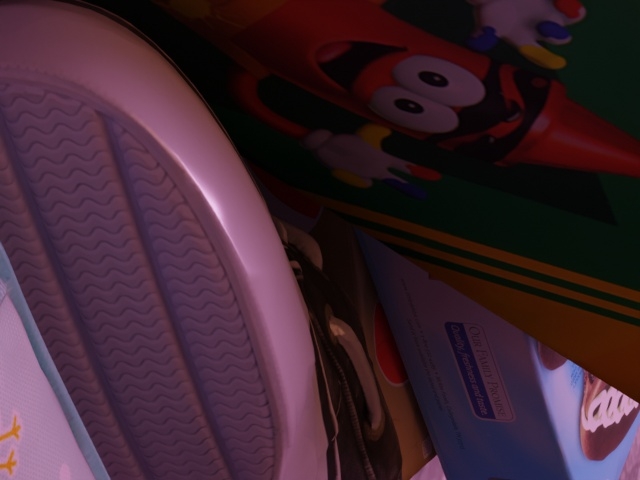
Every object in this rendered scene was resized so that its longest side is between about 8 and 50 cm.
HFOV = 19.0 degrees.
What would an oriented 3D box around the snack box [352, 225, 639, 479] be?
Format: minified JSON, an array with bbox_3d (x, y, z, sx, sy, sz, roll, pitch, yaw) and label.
[{"bbox_3d":[0.113,-0.060,0.772,0.322,0.060,0.187,-60,141,-40],"label":"snack box"}]

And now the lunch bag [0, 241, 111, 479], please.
[{"bbox_3d":[-0.140,0.113,0.353,0.279,0.107,0.224,-57,139,-48],"label":"lunch bag"}]

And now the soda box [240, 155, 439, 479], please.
[{"bbox_3d":[0.000,0.000,0.695,0.061,0.058,0.181,-29,117,-60],"label":"soda box"}]

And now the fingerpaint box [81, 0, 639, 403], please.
[{"bbox_3d":[0.088,-0.215,0.600,0.371,0.163,0.445,31,58,-29],"label":"fingerpaint box"}]

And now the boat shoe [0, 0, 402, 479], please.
[{"bbox_3d":[-0.045,0.044,0.566,0.335,0.121,0.119,77,19,-47],"label":"boat shoe"}]
